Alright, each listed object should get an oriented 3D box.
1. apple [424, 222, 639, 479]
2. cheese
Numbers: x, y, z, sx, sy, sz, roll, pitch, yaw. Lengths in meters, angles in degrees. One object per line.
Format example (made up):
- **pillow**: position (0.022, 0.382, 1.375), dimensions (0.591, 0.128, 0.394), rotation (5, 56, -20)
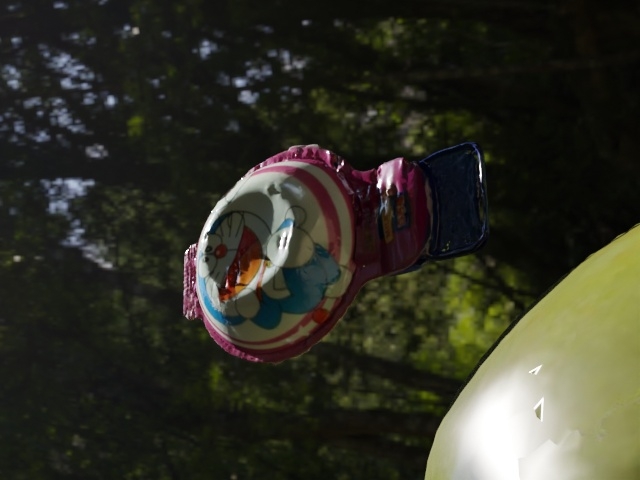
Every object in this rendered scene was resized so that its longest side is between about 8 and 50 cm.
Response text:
- **apple**: position (0.277, 0.188, 0.679), dimensions (0.474, 0.474, 0.473), rotation (0, -91, -50)
- **cheese**: position (0.000, 0.000, 0.819), dimensions (0.062, 0.244, 0.155), rotation (27, -125, -48)
